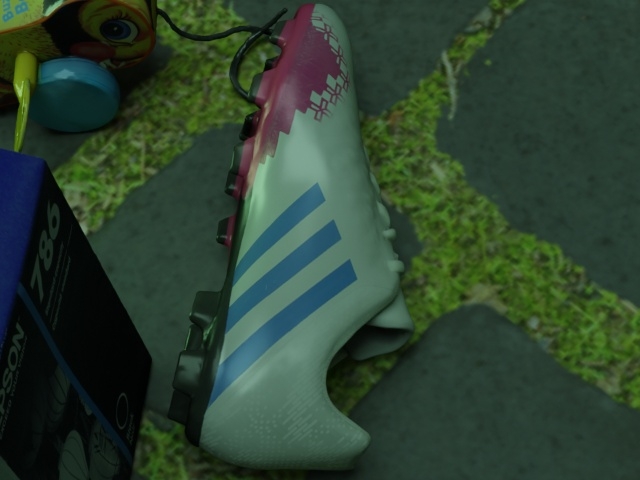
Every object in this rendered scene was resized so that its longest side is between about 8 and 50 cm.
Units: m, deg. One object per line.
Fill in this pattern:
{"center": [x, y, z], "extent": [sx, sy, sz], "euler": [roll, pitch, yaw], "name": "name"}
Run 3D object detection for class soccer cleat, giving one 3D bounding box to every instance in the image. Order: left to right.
{"center": [0.000, 0.000, 1.116], "extent": [0.143, 0.116, 0.331], "euler": [14, 66, -3], "name": "soccer cleat"}

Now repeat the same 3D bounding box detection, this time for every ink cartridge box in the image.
{"center": [-0.173, 0.070, 0.959], "extent": [0.065, 0.333, 0.165], "euler": [2, 63, 12], "name": "ink cartridge box"}

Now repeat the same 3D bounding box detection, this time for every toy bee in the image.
{"center": [-0.177, -0.167, 1.188], "extent": [0.298, 0.162, 0.195], "euler": [-23, 59, -6], "name": "toy bee"}
